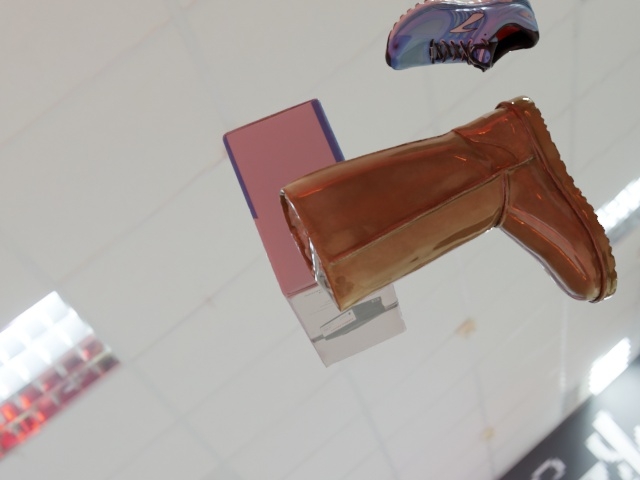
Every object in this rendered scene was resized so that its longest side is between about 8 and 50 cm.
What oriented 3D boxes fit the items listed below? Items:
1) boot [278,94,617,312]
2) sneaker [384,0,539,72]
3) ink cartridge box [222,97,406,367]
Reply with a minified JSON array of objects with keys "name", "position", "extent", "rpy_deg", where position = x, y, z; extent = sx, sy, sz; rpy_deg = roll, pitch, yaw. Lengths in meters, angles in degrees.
[{"name":"boot","position":[0.126,0.003,1.192],"extent":[0.270,0.236,0.089],"rpy_deg":[-25,-8,-16]},{"name":"sneaker","position":[0.142,-0.199,1.196],"extent":[0.162,0.073,0.063],"rpy_deg":[-18,-38,-8]},{"name":"ink cartridge box","position":[0.000,0.000,1.517],"extent":[0.129,0.223,0.307],"rpy_deg":[-23,-22,-1]}]
